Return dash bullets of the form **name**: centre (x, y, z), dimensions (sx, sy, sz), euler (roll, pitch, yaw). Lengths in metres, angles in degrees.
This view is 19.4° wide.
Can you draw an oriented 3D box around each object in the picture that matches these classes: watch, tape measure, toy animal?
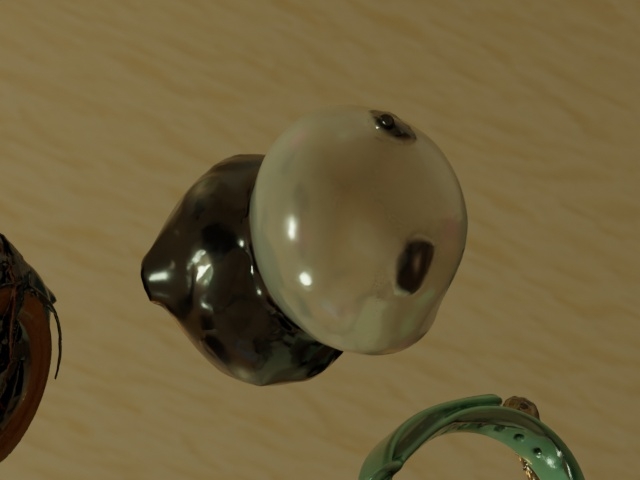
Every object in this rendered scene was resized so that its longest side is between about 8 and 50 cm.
- **watch**: centre (0.136, 0.231, 1.640), dimensions (0.068, 0.237, 0.195), euler (-44, 56, 45)
- **tape measure**: centre (-0.307, 0.093, 1.498), dimensions (0.202, 0.135, 0.223), euler (62, -133, -61)
- **toy animal**: centre (0.003, 0.001, 1.374), dimensions (0.235, 0.165, 0.187), euler (-26, 72, 41)

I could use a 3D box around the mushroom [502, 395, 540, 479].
- **mushroom**: centre (0.230, 0.268, 1.938), dimensions (0.227, 0.148, 0.217), euler (60, -169, -86)
